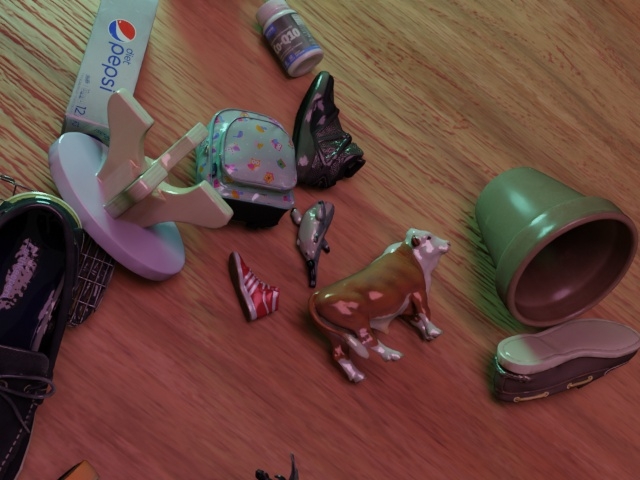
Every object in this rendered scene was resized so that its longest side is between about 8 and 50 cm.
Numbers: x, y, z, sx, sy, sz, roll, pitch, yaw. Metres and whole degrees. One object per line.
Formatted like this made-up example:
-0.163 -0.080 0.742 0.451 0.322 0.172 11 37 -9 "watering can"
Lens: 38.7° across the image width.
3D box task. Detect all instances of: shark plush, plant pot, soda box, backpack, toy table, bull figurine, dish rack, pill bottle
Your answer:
0.000 0.000 1.589 0.067 0.073 0.161 27 48 -45 "shark plush"
0.397 -0.010 1.656 0.262 0.263 0.229 -6 40 -25 "plant pot"
-0.356 -0.290 1.547 0.098 0.091 0.286 16 61 -16 "soda box"
-0.126 -0.133 1.542 0.165 0.144 0.189 7 54 -24 "backpack"
-0.268 -0.087 1.403 0.274 0.160 0.252 44 29 -22 "toy table"
0.119 0.103 1.560 0.310 0.101 0.188 -25 80 -31 "bull figurine"
-0.450 0.016 1.380 0.271 0.074 0.208 22 61 -14 "dish rack"
-0.061 -0.385 1.724 0.078 0.078 0.137 -27 79 -31 "pill bottle"

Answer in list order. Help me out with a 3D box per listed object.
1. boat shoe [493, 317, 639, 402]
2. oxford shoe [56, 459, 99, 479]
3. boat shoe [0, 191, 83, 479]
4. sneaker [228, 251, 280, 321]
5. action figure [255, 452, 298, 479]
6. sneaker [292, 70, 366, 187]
0.447 0.218 1.651 0.324 0.097 0.116 -8 30 -30 "boat shoe"
-0.393 0.454 1.169 0.133 0.130 0.363 48 58 -4 "oxford shoe"
-0.445 0.165 1.218 0.186 0.156 0.501 21 78 -17 "boat shoe"
-0.107 0.070 1.514 0.067 0.042 0.119 -15 81 -24 "sneaker"
-0.104 0.434 1.284 0.275 0.164 0.141 -39 63 -23 "action figure"
0.019 -0.196 1.668 0.130 0.087 0.228 16 65 -18 "sneaker"
